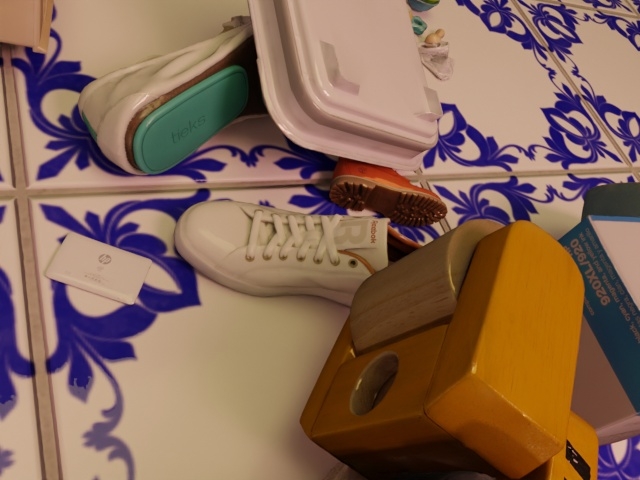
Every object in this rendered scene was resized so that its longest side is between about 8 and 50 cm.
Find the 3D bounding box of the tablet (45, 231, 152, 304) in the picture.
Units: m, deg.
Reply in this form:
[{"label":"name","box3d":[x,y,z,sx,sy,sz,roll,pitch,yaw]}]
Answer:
[{"label":"tablet","box3d":[-0.210,0.026,0.527,0.083,0.006,0.054,21,51,-12]}]

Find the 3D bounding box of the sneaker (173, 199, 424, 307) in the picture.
[{"label":"sneaker","box3d":[0.000,0.000,0.573,0.290,0.123,0.105,14,55,-15]}]

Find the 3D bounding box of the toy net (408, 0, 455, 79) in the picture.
[{"label":"toy net","box3d":[0.178,-0.382,0.969,0.122,0.045,0.232,2,58,-25]}]

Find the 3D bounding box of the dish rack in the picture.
[{"label":"dish rack","box3d":[0.039,-0.260,0.662,0.286,0.072,0.332,3,70,-46]}]

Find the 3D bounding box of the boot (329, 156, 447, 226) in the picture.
[{"label":"boot","box3d":[0.091,-0.072,0.709,0.158,0.059,0.084,17,47,-13]}]

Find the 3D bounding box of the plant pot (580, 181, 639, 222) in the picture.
[{"label":"plant pot","box3d":[0.458,0.065,0.682,0.290,0.290,0.195,17,89,-15]}]

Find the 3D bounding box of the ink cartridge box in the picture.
[{"label":"ink cartridge box","box3d":[0.285,0.109,0.563,0.171,0.232,0.168,0,56,-25]}]

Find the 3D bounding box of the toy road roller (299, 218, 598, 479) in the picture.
[{"label":"toy road roller","box3d":[0.117,0.173,0.410,0.241,0.202,0.329,37,52,-14]}]

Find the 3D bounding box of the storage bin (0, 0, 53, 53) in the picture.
[{"label":"storage bin","box3d":[-0.421,-0.339,0.580,0.262,0.123,0.260,3,48,-24]}]

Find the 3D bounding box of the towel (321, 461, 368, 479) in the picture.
[{"label":"towel","box3d":[0.008,0.318,0.406,0.187,0.049,0.282,45,50,11]}]

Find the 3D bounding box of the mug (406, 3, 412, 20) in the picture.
[{"label":"mug","box3d":[0.126,-0.357,0.915,0.078,0.064,0.062,47,50,9]}]

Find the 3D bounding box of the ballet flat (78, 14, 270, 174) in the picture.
[{"label":"ballet flat","box3d":[-0.112,-0.210,0.671,0.139,0.139,0.400,45,52,8]}]
